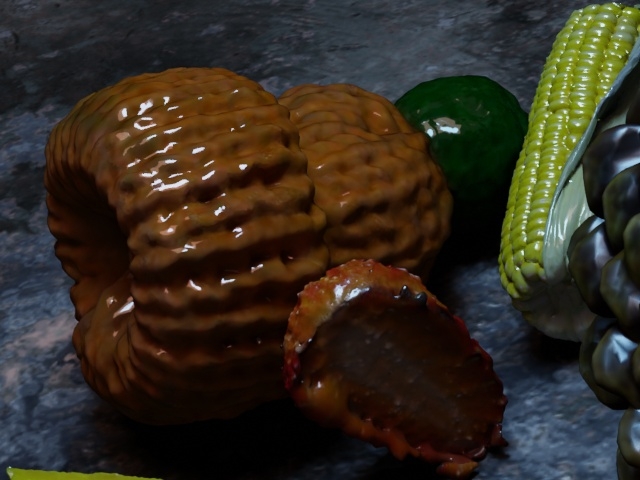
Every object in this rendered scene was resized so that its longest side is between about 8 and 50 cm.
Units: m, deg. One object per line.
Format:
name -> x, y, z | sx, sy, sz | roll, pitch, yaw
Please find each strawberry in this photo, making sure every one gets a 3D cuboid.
strawberry -> 0.047, 0.089, 1.330 | 0.121, 0.188, 0.082 | -45, 32, 2

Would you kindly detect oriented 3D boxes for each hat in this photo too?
hat -> 0.000, 0.000, 1.473 | 0.400, 0.285, 0.285 | -3, 29, -23

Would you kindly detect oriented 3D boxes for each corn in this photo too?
corn -> 0.215, -0.061, 1.468 | 0.122, 0.123, 0.305 | -22, 38, 43

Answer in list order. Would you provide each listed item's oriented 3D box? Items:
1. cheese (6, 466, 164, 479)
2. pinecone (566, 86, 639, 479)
cheese -> -0.152, 0.216, 1.316 | 0.171, 0.093, 0.126 | 19, 52, 42
pinecone -> 0.357, 0.027, 1.103 | 0.398, 0.397, 0.397 | -13, 35, 9
